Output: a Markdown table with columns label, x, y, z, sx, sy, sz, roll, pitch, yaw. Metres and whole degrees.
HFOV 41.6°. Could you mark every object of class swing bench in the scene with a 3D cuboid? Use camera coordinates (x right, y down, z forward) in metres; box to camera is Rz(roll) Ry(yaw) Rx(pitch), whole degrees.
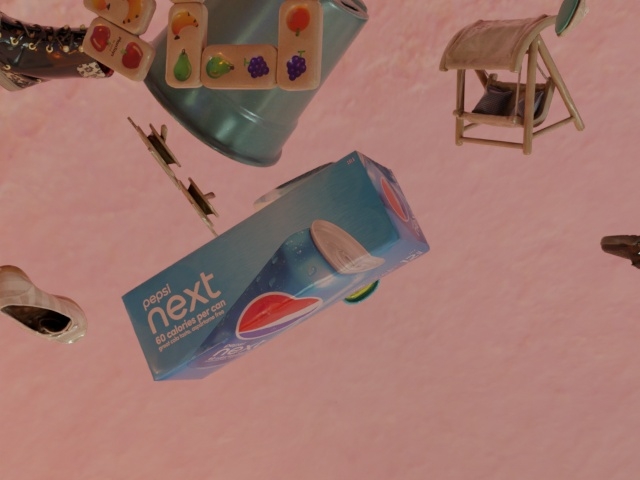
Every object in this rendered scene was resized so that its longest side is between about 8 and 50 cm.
| label | x | y | z | sx | sy | sz | roll | pitch | yaw |
| --- | --- | --- | --- | --- | --- | --- | --- | --- | --- |
| swing bench | 0.392 | -0.334 | 1.781 | 0.165 | 0.253 | 0.255 | -24 | 110 | -22 |

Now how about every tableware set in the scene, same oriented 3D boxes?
| label | x | y | z | sx | sy | sz | roll | pitch | yaw |
| --- | --- | --- | --- | --- | --- | --- | --- | --- | --- |
| tableware set | -0.199 | -0.099 | 1.225 | 0.039 | 0.194 | 0.128 | -37 | 39 | -4 |

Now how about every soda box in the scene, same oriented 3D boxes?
| label | x | y | z | sx | sy | sz | roll | pitch | yaw |
| --- | --- | --- | --- | --- | --- | --- | --- | --- | --- |
| soda box | -0.034 | 0.024 | 0.601 | 0.210 | 0.067 | 0.071 | -31 | 72 | 19 |

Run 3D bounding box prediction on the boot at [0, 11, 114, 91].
| label | x | y | z | sx | sy | sz | roll | pitch | yaw |
| --- | --- | --- | --- | --- | --- | --- | --- | --- | --- |
| boot | -0.417 | -0.298 | 1.212 | 0.178 | 0.236 | 0.085 | -2 | 70 | 9 |

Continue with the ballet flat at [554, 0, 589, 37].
| label | x | y | z | sx | sy | sz | roll | pitch | yaw |
| --- | --- | --- | --- | --- | --- | --- | --- | --- | --- |
| ballet flat | 0.478 | -0.445 | 1.554 | 0.052 | 0.057 | 0.168 | 21 | 78 | -19 |

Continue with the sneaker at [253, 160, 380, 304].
| label | x | y | z | sx | sy | sz | roll | pitch | yaw |
| --- | --- | --- | --- | --- | --- | --- | --- | --- | --- |
| sneaker | 0.000 | 0.000 | 1.299 | 0.127 | 0.319 | 0.208 | -28 | 95 | -7 |

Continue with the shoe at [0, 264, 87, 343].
| label | x | y | z | sx | sy | sz | roll | pitch | yaw |
| --- | --- | --- | --- | --- | --- | --- | --- | --- | --- |
| shoe | -0.393 | 0.107 | 1.184 | 0.076 | 0.219 | 0.058 | -33 | 59 | 0 |

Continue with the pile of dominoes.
| label | x | y | z | sx | sy | sz | roll | pitch | yaw |
| --- | --- | --- | --- | --- | --- | --- | --- | --- | --- |
| pile of dominoes | -0.090 | -0.228 | 0.566 | 0.195 | 0.040 | 0.251 | 4 | 92 | 23 |

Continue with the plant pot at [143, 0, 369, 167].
| label | x | y | z | sx | sy | sz | roll | pitch | yaw |
| --- | --- | --- | --- | --- | --- | --- | --- | --- | --- |
| plant pot | -0.108 | -0.371 | 1.563 | 0.341 | 0.341 | 0.334 | 48 | 115 | 9 |

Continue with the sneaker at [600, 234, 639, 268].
| label | x | y | z | sx | sy | sz | roll | pitch | yaw |
| --- | --- | --- | --- | --- | --- | --- | --- | --- | --- |
| sneaker | 0.639 | 0.058 | 1.610 | 0.227 | 0.087 | 0.130 | 14 | 93 | 31 |
